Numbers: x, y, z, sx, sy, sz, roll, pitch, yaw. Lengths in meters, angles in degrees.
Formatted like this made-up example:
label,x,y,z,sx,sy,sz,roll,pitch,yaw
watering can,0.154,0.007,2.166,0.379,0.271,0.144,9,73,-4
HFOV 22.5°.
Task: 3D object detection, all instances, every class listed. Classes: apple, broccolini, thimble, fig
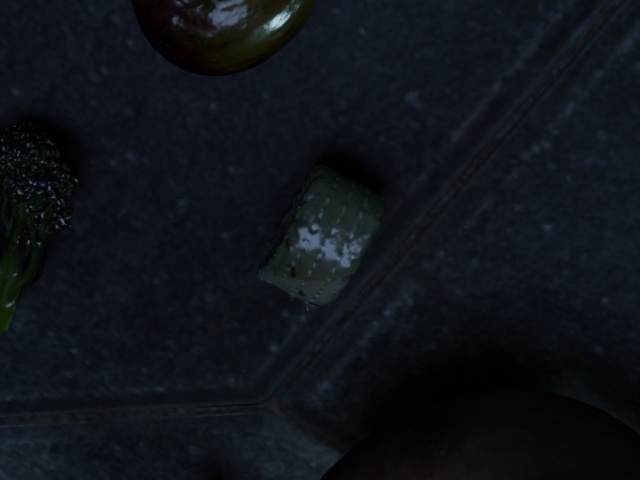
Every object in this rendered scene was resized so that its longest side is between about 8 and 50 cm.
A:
label,x,y,z,sx,sy,sz,roll,pitch,yaw
apple,0.132,0.246,1.200,0.305,0.306,0.235,-25,146,25
broccolini,-0.236,-0.011,1.270,0.091,0.068,0.203,32,139,6
thimble,0.000,0.000,1.193,0.062,0.084,0.110,27,121,-6
fig,-0.052,-0.172,1.087,0.154,0.103,0.109,-19,138,32
